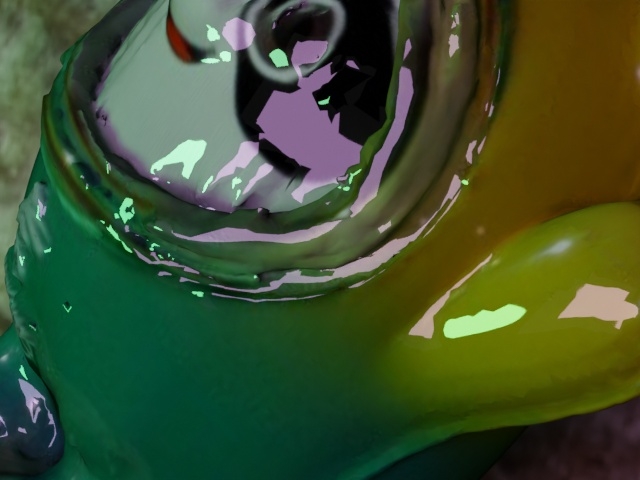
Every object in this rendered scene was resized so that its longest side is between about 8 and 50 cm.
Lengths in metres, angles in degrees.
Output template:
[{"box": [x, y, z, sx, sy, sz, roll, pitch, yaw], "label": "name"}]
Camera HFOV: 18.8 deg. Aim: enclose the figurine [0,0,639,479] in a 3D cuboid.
[{"box": [0.000, 0.000, 0.717, 0.340, 0.231, 0.324, -44, 39, 13], "label": "figurine"}]
